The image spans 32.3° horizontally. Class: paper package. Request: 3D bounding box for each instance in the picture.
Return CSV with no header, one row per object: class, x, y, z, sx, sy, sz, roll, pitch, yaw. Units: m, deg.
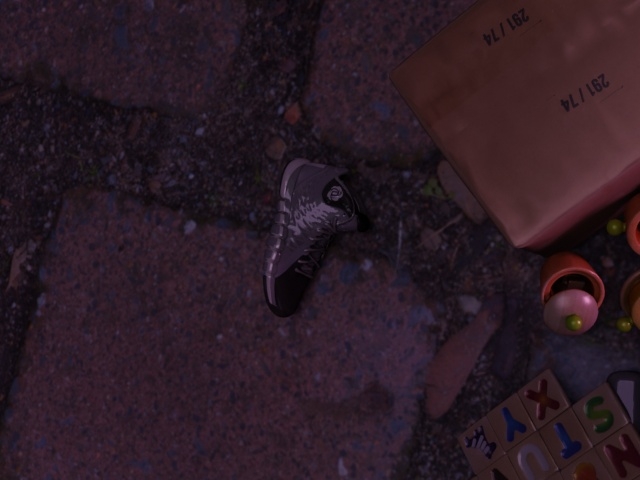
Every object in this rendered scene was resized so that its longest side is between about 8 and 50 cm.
paper package,0.307,-0.184,1.365,0.325,0.168,0.309,-39,69,18

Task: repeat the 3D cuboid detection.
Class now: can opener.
can opener,0.350,0.301,1.351,0.095,0.076,0.283,-1,84,24

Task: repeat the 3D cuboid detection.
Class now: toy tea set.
toy tea set,0.418,0.029,1.273,0.336,0.124,0.200,-37,112,19

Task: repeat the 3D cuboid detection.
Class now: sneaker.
sneaker,0.000,0.000,1.540,0.132,0.086,0.228,7,87,23

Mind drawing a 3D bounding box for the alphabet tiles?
alphabet tiles,0.300,0.345,1.344,0.285,0.011,0.342,-44,57,30
